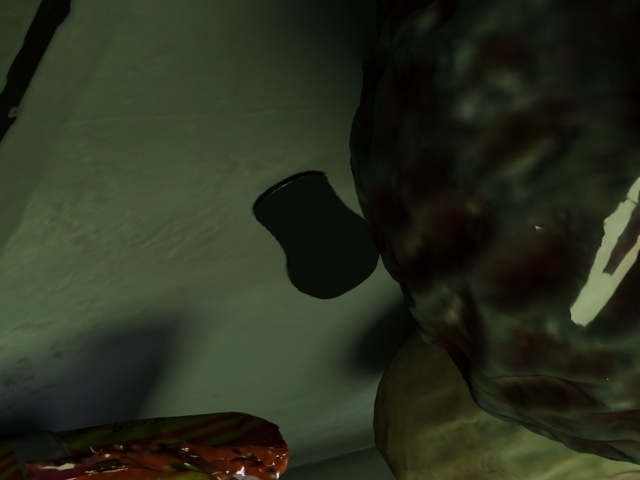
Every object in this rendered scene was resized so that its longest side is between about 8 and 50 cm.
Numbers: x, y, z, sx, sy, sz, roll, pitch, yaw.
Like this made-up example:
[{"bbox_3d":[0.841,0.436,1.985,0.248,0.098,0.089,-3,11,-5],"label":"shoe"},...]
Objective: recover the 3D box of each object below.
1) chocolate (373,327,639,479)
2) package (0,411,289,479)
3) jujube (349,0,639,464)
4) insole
[{"bbox_3d":[0.151,0.055,0.841,0.309,0.134,0.134,-32,158,34],"label":"chocolate"},{"bbox_3d":[-0.145,0.162,0.821,0.223,0.108,0.288,-12,145,-20],"label":"package"},{"bbox_3d":[0.129,-0.027,0.602,0.226,0.226,0.317,-29,162,4],"label":"jujube"},{"bbox_3d":[0.000,0.000,0.764,0.045,0.002,0.135,-30,157,3],"label":"insole"}]
